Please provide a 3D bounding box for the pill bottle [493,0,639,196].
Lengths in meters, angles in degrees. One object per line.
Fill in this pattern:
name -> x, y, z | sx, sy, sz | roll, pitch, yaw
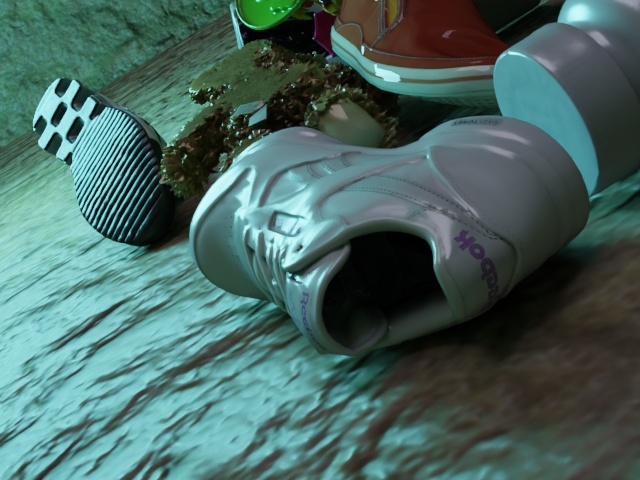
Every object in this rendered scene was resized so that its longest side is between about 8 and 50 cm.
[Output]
pill bottle -> 0.223, -0.125, 0.576 | 0.221, 0.121, 0.121 | -32, 19, -9

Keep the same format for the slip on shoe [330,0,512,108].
slip on shoe -> 0.097, -0.185, 0.847 | 0.123, 0.101, 0.331 | 3, 21, -21

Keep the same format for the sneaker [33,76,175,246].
sneaker -> -0.216, -0.086, 1.113 | 0.122, 0.146, 0.330 | -53, 42, 10

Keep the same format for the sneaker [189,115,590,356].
sneaker -> 0.000, 0.000, 0.580 | 0.305, 0.114, 0.152 | -8, 26, 46

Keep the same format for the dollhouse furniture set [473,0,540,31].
dollhouse furniture set -> 0.081, -0.385, 1.069 | 0.173, 0.355, 0.303 | -33, -19, -16

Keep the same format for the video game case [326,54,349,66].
video game case -> 0.006, -0.287, 1.421 | 0.329, 0.036, 0.300 | -24, 21, 12

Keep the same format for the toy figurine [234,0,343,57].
toy figurine -> 0.019, -0.265, 1.058 | 0.173, 0.159, 0.130 | 7, 79, 45

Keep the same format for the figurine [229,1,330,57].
figurine -> -0.004, -0.276, 1.238 | 0.209, 0.092, 0.215 | -13, 24, -4

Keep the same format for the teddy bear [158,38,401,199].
teddy bear -> -0.036, -0.106, 0.953 | 0.245, 0.113, 0.338 | -40, 29, -15
